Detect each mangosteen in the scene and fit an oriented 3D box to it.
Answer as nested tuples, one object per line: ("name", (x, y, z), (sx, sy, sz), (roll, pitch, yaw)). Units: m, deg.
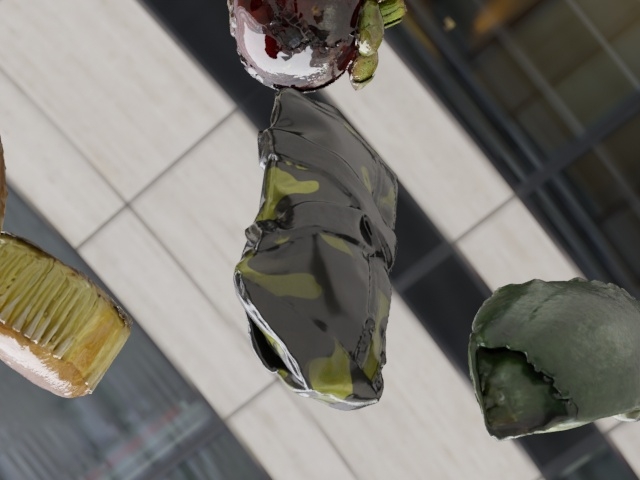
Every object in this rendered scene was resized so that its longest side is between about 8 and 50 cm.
("mangosteen", (-0.003, -0.226, 1.608), (0.180, 0.166, 0.166), (3, -148, 0))

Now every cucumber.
("cucumber", (0.210, 0.090, 1.293), (0.325, 0.105, 0.145), (-2, -110, -64))

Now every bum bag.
("bum bag", (0.000, 0.000, 0.897), (0.106, 0.060, 0.232), (40, -150, -23))

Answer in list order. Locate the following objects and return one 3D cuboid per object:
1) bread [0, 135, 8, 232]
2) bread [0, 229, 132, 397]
("bread", (-0.176, -0.074, 0.583), (0.132, 0.103, 0.172), (-124, 25, -66))
("bread", (-0.267, 0.076, 1.524), (0.132, 0.114, 0.190), (25, 160, 26))
